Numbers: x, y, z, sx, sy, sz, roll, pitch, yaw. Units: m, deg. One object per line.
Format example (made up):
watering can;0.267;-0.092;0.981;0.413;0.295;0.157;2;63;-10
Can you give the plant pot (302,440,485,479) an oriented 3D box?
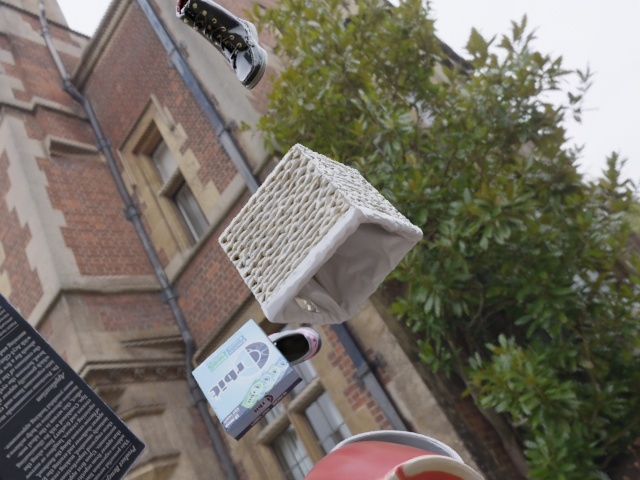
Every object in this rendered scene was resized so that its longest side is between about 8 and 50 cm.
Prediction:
plant pot;0.109;0.403;0.831;0.275;0.274;0.243;-17;-17;-24

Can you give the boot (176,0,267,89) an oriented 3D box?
boot;-0.212;-0.427;1.280;0.179;0.236;0.085;24;-55;-37

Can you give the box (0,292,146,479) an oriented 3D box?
box;-0.569;0.329;1.084;0.294;0.395;0.212;-22;20;40

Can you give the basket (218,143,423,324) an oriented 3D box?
basket;0.000;0.000;1.436;0.331;0.266;0.328;-50;-29;16

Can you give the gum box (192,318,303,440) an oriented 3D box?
gum box;-0.140;0.251;1.126;0.157;0.184;0.041;-42;-52;-7

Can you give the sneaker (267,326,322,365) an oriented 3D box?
sneaker;-0.152;0.304;1.587;0.319;0.112;0.131;-24;-9;-2

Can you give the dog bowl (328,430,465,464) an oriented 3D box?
dog bowl;0.162;0.532;1.326;0.349;0.349;0.102;-8;-76;-35
